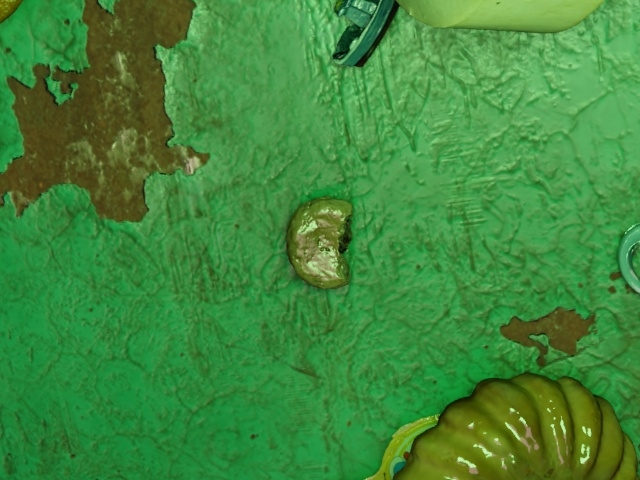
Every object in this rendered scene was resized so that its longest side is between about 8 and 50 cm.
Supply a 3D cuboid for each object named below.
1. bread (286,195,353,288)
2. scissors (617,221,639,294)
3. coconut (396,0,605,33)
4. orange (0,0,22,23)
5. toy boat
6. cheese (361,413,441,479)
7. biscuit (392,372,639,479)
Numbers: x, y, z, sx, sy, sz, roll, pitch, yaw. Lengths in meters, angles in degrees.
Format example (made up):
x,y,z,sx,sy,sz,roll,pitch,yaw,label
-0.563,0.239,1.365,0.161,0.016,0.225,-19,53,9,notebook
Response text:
x,y,z,sx,sy,sz,roll,pitch,yaw,label
0.000,0.000,1.427,0.082,0.060,0.113,7,104,5,bread
0.514,0.075,1.394,0.393,0.032,0.180,44,105,-5,scissors
0.177,-0.354,1.171,0.323,0.323,0.323,2,105,7,coconut
-0.423,-0.321,1.344,0.193,0.161,0.193,3,104,11,orange
0.050,-0.263,1.349,0.061,0.060,0.137,25,112,-22,toy boat
0.130,0.313,1.487,0.270,0.069,0.177,-26,102,12,cheese
0.244,0.319,1.406,0.325,0.107,0.326,-4,104,-16,biscuit
